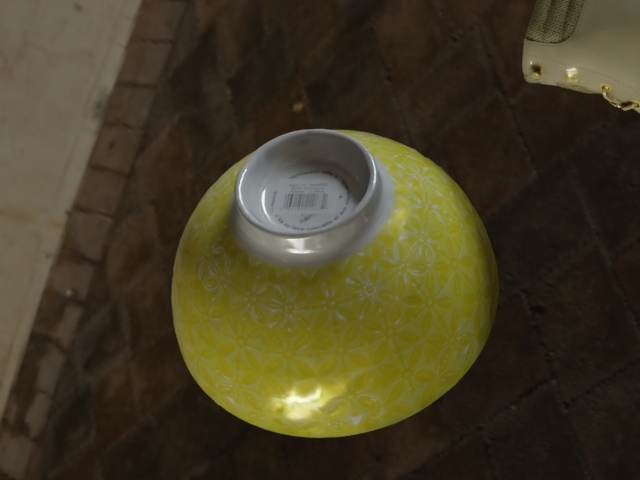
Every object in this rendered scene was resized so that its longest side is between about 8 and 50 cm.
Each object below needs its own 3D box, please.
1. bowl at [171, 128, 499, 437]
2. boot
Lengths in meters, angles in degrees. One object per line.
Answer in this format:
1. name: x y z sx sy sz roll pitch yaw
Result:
1. bowl: 0.000 0.000 1.004 0.289 0.156 0.289 -6 50 8
2. boot: 0.262 -0.107 0.968 0.203 0.095 0.262 11 106 26
